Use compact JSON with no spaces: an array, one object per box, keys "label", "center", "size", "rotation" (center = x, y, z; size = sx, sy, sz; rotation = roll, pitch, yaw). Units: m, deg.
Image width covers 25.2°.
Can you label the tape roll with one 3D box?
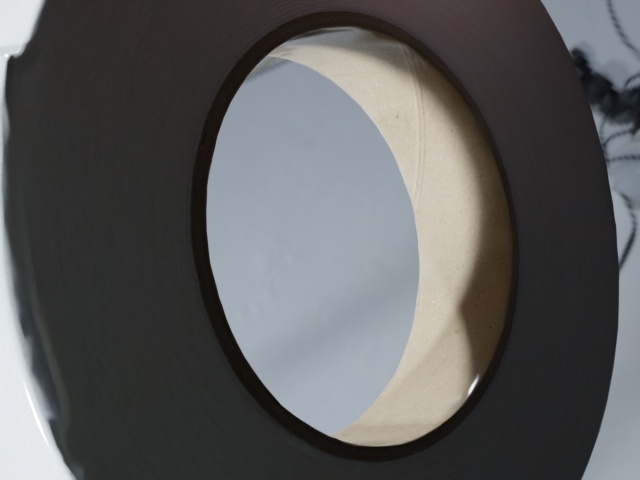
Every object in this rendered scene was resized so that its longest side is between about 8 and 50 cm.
[{"label":"tape roll","center":[0.000,0.000,0.680],"size":[0.392,0.072,0.392],"rotation":[7,79,-42]}]
